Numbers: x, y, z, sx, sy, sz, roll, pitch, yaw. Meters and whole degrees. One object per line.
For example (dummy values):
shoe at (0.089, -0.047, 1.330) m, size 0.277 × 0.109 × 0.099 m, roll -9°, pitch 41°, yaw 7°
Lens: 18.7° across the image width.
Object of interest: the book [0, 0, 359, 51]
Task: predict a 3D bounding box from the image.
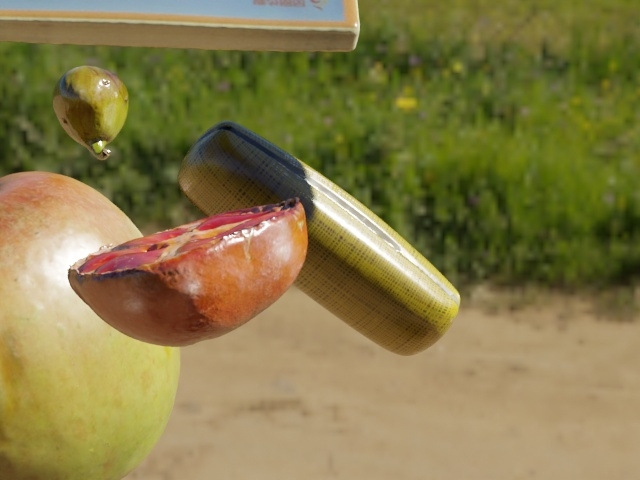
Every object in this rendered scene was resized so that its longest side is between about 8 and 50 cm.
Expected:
book at (-0.119, -0.253, 1.158) m, size 0.262 × 0.028 × 0.374 m, roll 2°, pitch 50°, yaw -8°

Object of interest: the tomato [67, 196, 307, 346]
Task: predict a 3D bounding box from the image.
tomato at (-0.081, 0.027, 1.231) m, size 0.155 × 0.069 × 0.155 m, roll -15°, pitch 9°, yaw 2°

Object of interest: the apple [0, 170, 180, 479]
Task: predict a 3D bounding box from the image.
apple at (-0.305, 0.105, 1.875) m, size 0.338 × 0.305 × 0.338 m, roll -21°, pitch 20°, yaw 8°

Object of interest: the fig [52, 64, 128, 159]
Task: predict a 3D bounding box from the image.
fig at (-0.228, -0.124, 1.940) m, size 0.082 × 0.098 × 0.084 m, roll 1°, pitch -9°, yaw -32°

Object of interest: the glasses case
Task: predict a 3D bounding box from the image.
glasses case at (0.000, 0.000, 1.434) m, size 0.234 × 0.079 × 0.064 m, roll 37°, pitch 39°, yaw -10°
